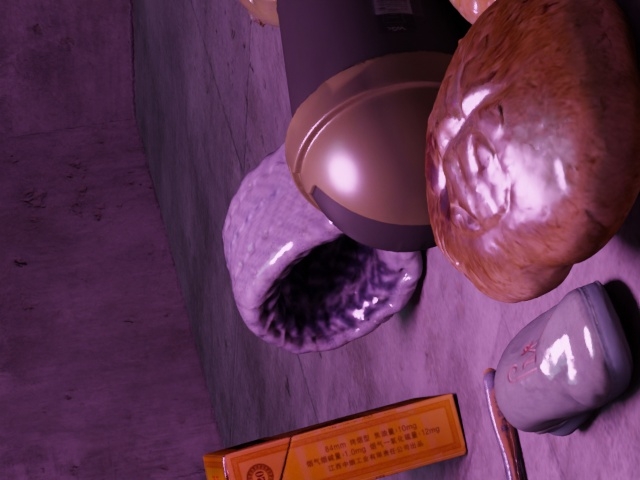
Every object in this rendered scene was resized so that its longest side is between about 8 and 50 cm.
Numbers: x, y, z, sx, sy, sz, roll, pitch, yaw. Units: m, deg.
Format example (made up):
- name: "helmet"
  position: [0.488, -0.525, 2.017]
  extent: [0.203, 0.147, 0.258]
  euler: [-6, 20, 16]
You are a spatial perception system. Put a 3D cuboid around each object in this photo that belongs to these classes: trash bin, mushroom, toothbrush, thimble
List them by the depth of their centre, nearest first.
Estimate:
- name: "mushroom"
  position: [0.167, -0.077, 1.532]
  extent: [0.278, 0.146, 0.278]
  euler: [-169, 90, -68]
- name: "trash bin"
  position: [0.064, -0.129, 1.842]
  extent: [0.214, 0.214, 0.333]
  euler: [92, 167, -46]
- name: "toothbrush"
  position: [0.206, 0.286, 1.964]
  extent: [0.031, 0.023, 0.321]
  euler: [138, 121, -68]
- name: "thimble"
  position: [0.000, 0.000, 2.244]
  extent: [0.245, 0.217, 0.157]
  euler: [113, 147, -45]

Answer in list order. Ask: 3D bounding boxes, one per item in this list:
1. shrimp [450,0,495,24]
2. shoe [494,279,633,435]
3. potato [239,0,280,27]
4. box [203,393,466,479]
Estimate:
- name: "shrimp"
  position: [0.140, -0.264, 1.740]
  extent: [0.267, 0.061, 0.145]
  euler: [-138, 48, -77]
- name: "shoe"
  position: [0.197, 0.113, 1.678]
  extent: [0.251, 0.100, 0.103]
  euler: [103, 156, -68]
- name: "potato"
  position: [-0.024, -0.326, 2.224]
  extent: [0.262, 0.165, 0.165]
  euler: [-96, 0, -72]
- name: "box"
  position: [0.013, 0.246, 2.231]
  extent: [0.174, 0.274, 0.076]
  euler: [145, 111, -77]
